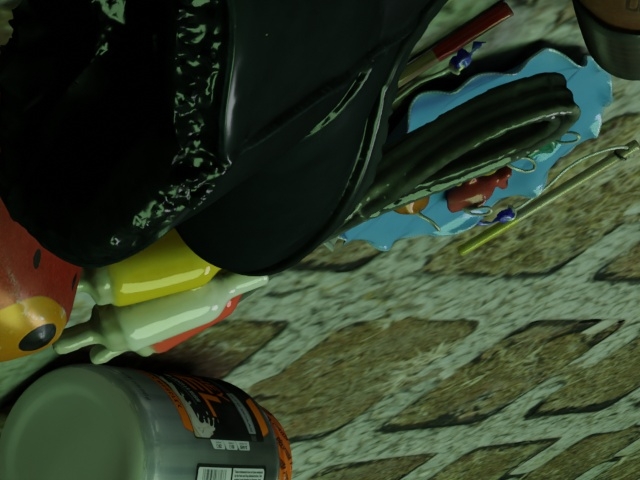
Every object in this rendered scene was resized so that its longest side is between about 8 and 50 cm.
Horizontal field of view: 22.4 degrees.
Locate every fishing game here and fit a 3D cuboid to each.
[{"bbox_3d":[0.086,-0.041,0.925,0.189,0.041,0.264,-31,156,12],"label":"fishing game"}]

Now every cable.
[{"bbox_3d":[0.000,0.000,0.837,0.287,0.072,0.139,-16,158,1],"label":"cable"}]

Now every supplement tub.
[{"bbox_3d":[-0.103,0.140,1.018,0.117,0.117,0.190,-35,158,19],"label":"supplement tub"}]

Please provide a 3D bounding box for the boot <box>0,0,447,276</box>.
[{"bbox_3d":[-0.046,-0.045,0.599,0.207,0.094,0.246,-36,165,-48],"label":"boot"}]

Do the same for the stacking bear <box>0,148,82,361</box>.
[{"bbox_3d":[-0.213,0.047,0.624,0.289,0.164,0.175,-38,155,-1],"label":"stacking bear"}]

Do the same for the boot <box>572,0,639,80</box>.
[{"bbox_3d":[0.215,-0.207,0.673,0.264,0.096,0.280,-19,152,2],"label":"boot"}]
